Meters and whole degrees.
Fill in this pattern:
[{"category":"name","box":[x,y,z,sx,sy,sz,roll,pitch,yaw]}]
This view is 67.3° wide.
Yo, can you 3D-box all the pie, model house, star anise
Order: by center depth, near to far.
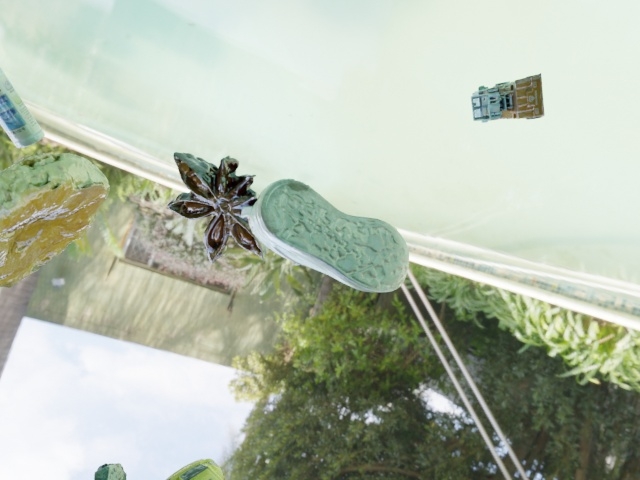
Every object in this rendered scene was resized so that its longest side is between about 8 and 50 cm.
[{"category":"pie","box":[-0.538,-0.031,0.892,0.083,0.339,0.339,42,178,2]},{"category":"star anise","box":[-0.192,-0.063,0.942,0.214,0.220,0.099,11,-152,17]},{"category":"model house","box":[-0.492,0.549,1.102,0.083,0.066,0.079,78,170,-62]}]

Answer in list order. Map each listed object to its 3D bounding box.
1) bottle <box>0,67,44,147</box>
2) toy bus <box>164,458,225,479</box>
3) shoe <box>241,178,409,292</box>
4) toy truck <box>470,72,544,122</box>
[{"category":"bottle","box":[-0.590,-0.276,0.874,0.060,0.060,0.217,19,139,41]},{"category":"toy bus","box":[-0.208,0.627,0.984,0.151,0.331,0.145,-22,173,36]},{"category":"shoe","box":[0.000,0.000,0.814,0.316,0.124,0.159,30,162,-33]},{"category":"toy truck","box":[0.354,-0.274,0.957,0.115,0.080,0.178,-12,-166,-1]}]
